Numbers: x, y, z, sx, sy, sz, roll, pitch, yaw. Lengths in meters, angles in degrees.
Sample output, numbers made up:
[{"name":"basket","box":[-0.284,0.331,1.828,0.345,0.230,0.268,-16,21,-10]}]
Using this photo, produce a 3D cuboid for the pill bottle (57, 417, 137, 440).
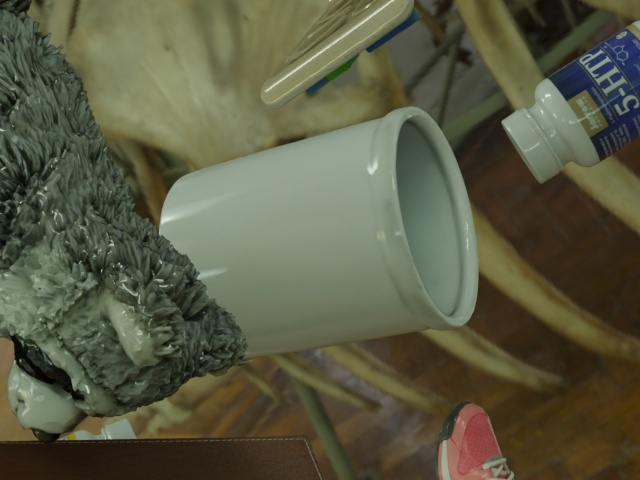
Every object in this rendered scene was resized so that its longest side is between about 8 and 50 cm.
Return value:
[{"name":"pill bottle","box":[-0.306,0.299,1.353,0.208,0.119,0.119,-23,18,-13]}]

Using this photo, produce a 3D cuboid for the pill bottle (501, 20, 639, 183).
[{"name":"pill bottle","box":[0.301,-0.147,1.256,0.186,0.112,0.112,-33,21,7]}]

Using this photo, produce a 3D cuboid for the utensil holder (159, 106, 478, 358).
[{"name":"utensil holder","box":[0.000,0.000,1.704,0.385,0.327,0.327,-12,29,24]}]

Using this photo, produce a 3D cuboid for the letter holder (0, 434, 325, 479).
[{"name":"letter holder","box":[-0.137,0.292,0.971,0.302,0.152,0.214,2,27,-20]}]

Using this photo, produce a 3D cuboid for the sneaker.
[{"name":"sneaker","box":[0.257,0.377,1.591,0.136,0.314,0.116,-14,-6,40]}]

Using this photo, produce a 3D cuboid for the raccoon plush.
[{"name":"raccoon plush","box":[-0.187,-0.084,0.819,0.299,0.446,0.216,11,13,23]}]

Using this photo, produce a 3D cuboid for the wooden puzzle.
[{"name":"wooden puzzle","box":[0.084,-0.359,1.770,0.322,0.080,0.348,-30,23,40]}]
